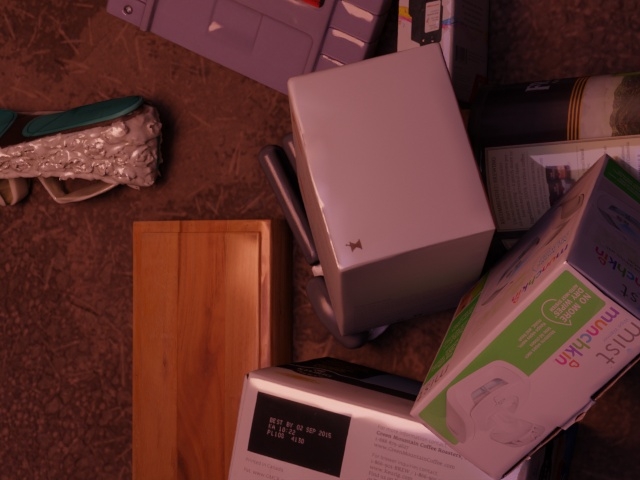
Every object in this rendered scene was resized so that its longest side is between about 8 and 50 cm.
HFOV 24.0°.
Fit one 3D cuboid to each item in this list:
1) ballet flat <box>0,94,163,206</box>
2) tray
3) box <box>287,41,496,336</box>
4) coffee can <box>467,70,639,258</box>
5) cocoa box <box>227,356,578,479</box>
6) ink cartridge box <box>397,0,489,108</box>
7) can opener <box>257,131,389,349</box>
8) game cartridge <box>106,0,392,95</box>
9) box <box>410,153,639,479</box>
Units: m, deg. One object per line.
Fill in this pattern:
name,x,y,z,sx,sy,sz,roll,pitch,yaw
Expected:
ballet flat,-0.395,-0.107,2.037,0.409,0.147,0.147,-2,88,24
tray,-0.142,0.179,1.946,0.203,0.076,0.411,-1,90,24
box,0.073,-0.044,1.677,0.168,0.345,0.215,-15,76,-2
coffee can,0.323,-0.087,1.676,0.275,0.201,0.201,-3,88,23
cocoa box,0.093,0.289,1.755,0.347,0.228,0.231,13,96,23
ink cartridge box,0.148,-0.249,1.795,0.072,0.127,0.175,1,89,26
can opener,0.000,0.000,1.872,0.076,0.095,0.283,-28,84,20
game cartridge,-0.087,-0.323,1.877,0.355,0.068,0.230,26,121,13
box,0.239,0.081,1.543,0.127,0.231,0.262,39,126,-3
